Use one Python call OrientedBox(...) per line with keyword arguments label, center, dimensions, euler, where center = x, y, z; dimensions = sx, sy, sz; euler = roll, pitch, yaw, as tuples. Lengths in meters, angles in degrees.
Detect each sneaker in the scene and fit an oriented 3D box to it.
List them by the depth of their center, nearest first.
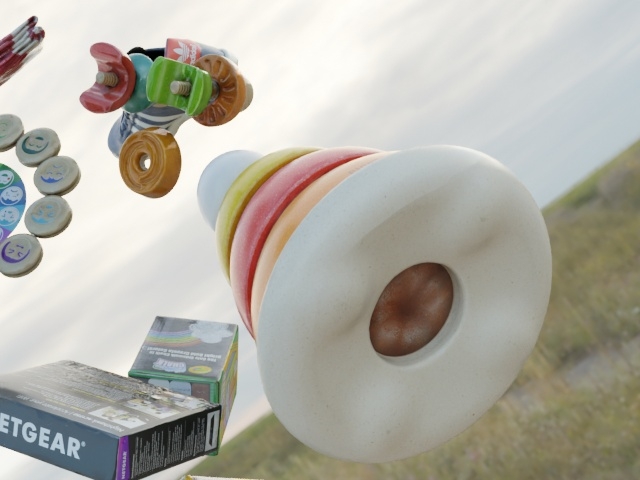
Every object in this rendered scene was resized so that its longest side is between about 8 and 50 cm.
OrientedBox(label="sneaker", center=(-0.284, -0.239, 2.007), dimensions=(0.148, 0.131, 0.350), euler=(18, -31, -34))

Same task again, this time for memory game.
OrientedBox(label="memory game", center=(-0.274, -0.026, 0.936), dimensions=(0.186, 0.186, 0.012), euler=(-36, -34, -14))

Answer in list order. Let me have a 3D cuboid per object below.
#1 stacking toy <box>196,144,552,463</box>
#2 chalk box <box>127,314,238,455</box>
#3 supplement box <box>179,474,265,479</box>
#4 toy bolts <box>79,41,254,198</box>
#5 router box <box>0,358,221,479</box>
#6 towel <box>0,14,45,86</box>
OrientedBox(label="stacking toy", center=(0.000, 0.000, 1.412), dimensions=(0.350, 0.351, 0.480), euler=(-36, 35, -12))
OrientedBox(label="chalk box", center=(-0.198, 0.219, 1.752), dimensions=(0.213, 0.132, 0.132), euler=(-74, -11, -63))
OrientedBox(label="supplement box", center=(-0.088, 0.516, 1.679), dimensions=(0.195, 0.356, 0.194), euler=(-52, -34, 13))
OrientedBox(label="toy bolts", center=(-0.221, -0.181, 1.770), dimensions=(0.158, 0.228, 0.218), euler=(-1, -66, -57))
OrientedBox(label="router box", center=(-0.193, 0.147, 1.023), dimensions=(0.179, 0.046, 0.133), euler=(11, 10, 30))
OrientedBox(label="towel", center=(-0.466, -0.147, 1.495), dimensions=(0.329, 0.037, 0.237), euler=(-41, 11, -9))
